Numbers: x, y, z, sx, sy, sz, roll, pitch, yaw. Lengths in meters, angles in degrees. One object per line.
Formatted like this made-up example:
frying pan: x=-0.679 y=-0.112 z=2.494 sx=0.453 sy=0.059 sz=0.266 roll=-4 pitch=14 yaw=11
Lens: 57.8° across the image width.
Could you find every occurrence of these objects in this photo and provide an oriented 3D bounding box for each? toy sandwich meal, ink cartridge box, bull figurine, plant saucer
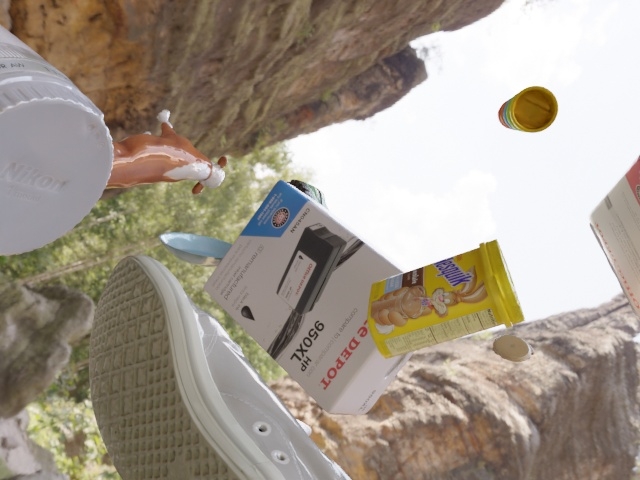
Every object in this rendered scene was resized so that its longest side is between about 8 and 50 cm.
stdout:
toy sandwich meal: x=0.397 y=0.228 z=1.203 sx=0.085 sy=0.085 sz=0.029 roll=-128 pitch=-147 yaw=-48
ink cartridge box: x=0.522 y=-0.008 z=0.853 sx=0.283 sy=0.117 sz=0.207 roll=51 pitch=19 yaw=-72
bull figurine: x=-0.336 y=-0.171 z=1.151 sx=0.188 sy=0.310 sz=0.101 roll=50 pitch=-52 yaw=28
ink cartridge box: x=0.001 y=0.108 z=1.152 sx=0.395 sy=0.285 sz=0.166 roll=38 pitch=5 yaw=31
plant saucer: x=-0.267 y=0.026 z=1.302 sx=0.195 sy=0.195 sz=0.037 roll=36 pitch=-67 yaw=64

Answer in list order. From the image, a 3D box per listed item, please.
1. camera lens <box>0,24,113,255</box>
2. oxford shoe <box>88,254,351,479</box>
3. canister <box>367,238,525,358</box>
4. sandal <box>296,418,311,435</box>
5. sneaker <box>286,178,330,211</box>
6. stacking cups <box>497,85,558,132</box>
camera lens: x=-0.405 y=-0.138 z=0.666 sx=0.274 sy=0.219 sz=0.219 roll=37 pitch=-28 yaw=21
oxford shoe: x=-0.104 y=0.169 z=0.548 sx=0.449 sy=0.130 sz=0.169 roll=41 pitch=-70 yaw=41
canister: x=0.148 y=0.072 z=0.706 sx=0.073 sy=0.170 sz=0.126 roll=63 pitch=19 yaw=-19
sandal: x=-0.117 y=0.467 z=1.427 sx=0.169 sy=0.102 sz=0.416 roll=28 pitch=-16 yaw=9
sneaker: x=0.000 y=0.000 z=1.579 sx=0.134 sy=0.146 sz=0.344 roll=-20 pitch=-105 yaw=38
stacking cups: x=0.450 y=-0.285 z=1.319 sx=0.316 sy=0.096 sz=0.096 roll=-48 pitch=120 yaw=-79
